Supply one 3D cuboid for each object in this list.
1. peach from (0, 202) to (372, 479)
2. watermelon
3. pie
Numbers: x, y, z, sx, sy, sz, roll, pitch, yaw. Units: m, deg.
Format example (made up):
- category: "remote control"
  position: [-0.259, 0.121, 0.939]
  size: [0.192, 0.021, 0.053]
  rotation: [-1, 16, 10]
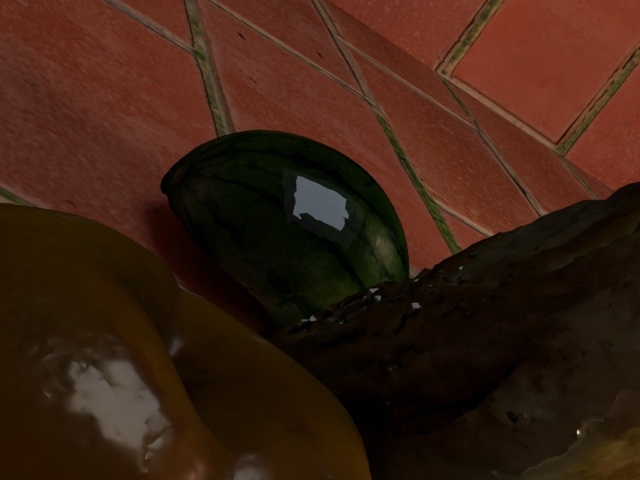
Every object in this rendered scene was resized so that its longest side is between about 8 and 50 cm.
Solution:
- category: "peach"
  position: [-0.088, 0.086, 0.558]
  size: [0.251, 0.153, 0.251]
  rotation: [37, 21, -17]
- category: "watermelon"
  position: [-0.006, -0.004, 1.020]
  size: [0.232, 0.127, 0.204]
  rotation: [41, 12, -6]
- category: "pie"
  position: [0.186, 0.056, 0.725]
  size: [0.395, 0.418, 0.180]
  rotation: [12, 57, -56]
